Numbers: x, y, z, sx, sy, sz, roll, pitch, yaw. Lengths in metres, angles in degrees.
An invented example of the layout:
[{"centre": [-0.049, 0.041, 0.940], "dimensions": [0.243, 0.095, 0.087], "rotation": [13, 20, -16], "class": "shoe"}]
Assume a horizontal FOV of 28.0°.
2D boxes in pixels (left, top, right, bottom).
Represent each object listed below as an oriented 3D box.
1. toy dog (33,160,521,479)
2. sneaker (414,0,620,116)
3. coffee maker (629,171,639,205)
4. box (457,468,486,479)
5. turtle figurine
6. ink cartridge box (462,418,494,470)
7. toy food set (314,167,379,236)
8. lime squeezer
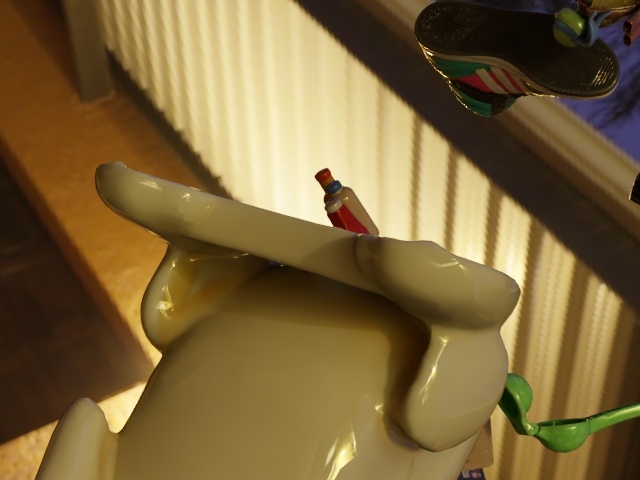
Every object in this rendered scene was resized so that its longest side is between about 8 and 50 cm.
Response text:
[{"centre": [-0.047, 0.193, 0.878], "dimensions": [0.284, 0.408, 0.395], "rotation": [17, -5, 19], "class": "toy dog"}, {"centre": [0.287, -0.239, 1.829], "dimensions": [0.295, 0.124, 0.178], "rotation": [21, -11, 22], "class": "sneaker"}, {"centre": [0.574, -0.072, 1.943], "dimensions": [0.178, 0.120, 0.171], "rotation": [35, -34, 15], "class": "coffee maker"}, {"centre": [0.146, 0.330, 1.968], "dimensions": [0.231, 0.183, 0.056], "rotation": [-95, -172, -68], "class": "box"}, {"centre": [0.372, -0.387, 1.662], "dimensions": [0.198, 0.266, 0.275], "rotation": [46, 11, -18], "class": "turtle figurine"}, {"centre": [0.034, 0.203, 1.327], "dimensions": [0.193, 0.234, 0.088], "rotation": [-8, -97, 42], "class": "ink cartridge box"}, {"centre": [0.000, 0.000, 1.718], "dimensions": [0.111, 0.232, 0.104], "rotation": [-12, -61, 45], "class": "toy food set"}, {"centre": [0.226, 0.150, 1.309], "dimensions": [0.110, 0.310, 0.059], "rotation": [-64, -170, 6], "class": "lime squeezer"}]
